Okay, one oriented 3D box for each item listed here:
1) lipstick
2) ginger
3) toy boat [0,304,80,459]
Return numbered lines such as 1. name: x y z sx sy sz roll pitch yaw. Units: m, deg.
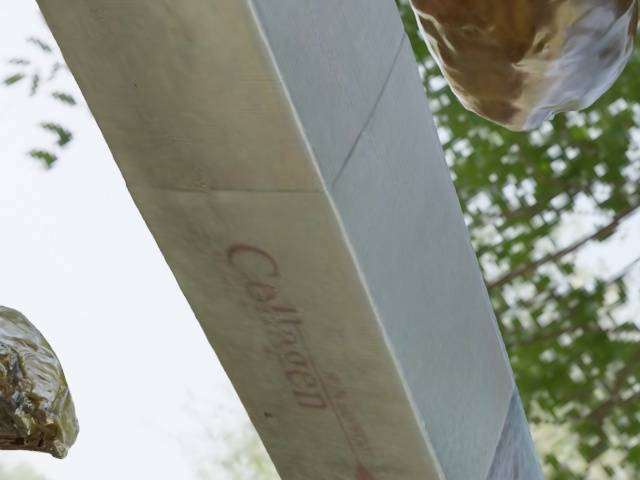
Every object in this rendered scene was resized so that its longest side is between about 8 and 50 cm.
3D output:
1. lipstick: 0.000 0.000 0.535 0.076 0.079 0.371 5 -40 26
2. ginger: 0.135 -0.165 1.048 0.165 0.172 0.321 31 -6 17
3. toy boat: -0.286 0.083 0.845 0.121 0.321 0.089 -73 161 -49
